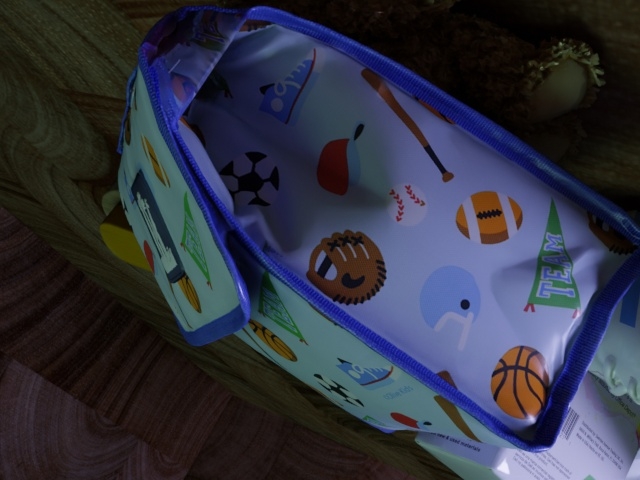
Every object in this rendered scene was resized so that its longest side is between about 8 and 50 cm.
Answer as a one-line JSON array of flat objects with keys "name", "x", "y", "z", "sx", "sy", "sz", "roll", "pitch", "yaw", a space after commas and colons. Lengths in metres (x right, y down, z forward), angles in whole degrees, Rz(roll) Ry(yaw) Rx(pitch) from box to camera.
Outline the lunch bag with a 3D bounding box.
[{"name": "lunch bag", "x": 0.000, "y": 0.000, "z": 0.707, "sx": 0.385, "sy": 0.239, "sz": 0.328, "roll": 35, "pitch": 162, "yaw": -8}]

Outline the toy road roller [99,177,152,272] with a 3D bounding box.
[{"name": "toy road roller", "x": -0.111, "y": -0.076, "z": 1.017, "sx": 0.329, "sy": 0.202, "sz": 0.241, "roll": 17, "pitch": 145, "yaw": 20}]

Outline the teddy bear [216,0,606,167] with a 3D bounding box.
[{"name": "teddy bear", "x": 0.070, "y": -0.150, "z": 0.724, "sx": 0.338, "sy": 0.113, "sz": 0.245, "roll": 11, "pitch": 161, "yaw": 27}]

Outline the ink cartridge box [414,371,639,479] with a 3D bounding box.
[{"name": "ink cartridge box", "x": 0.258, "y": 0.152, "z": 0.912, "sx": 0.201, "sy": 0.278, "sz": 0.117, "roll": 42, "pitch": 161, "yaw": -31}]

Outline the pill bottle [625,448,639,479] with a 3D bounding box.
[{"name": "pill bottle", "x": 0.392, "y": 0.254, "z": 1.145, "sx": 0.160, "sy": 0.160, "sz": 0.283, "roll": 22, "pitch": 160, "yaw": 21}]

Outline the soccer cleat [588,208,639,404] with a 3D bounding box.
[{"name": "soccer cleat", "x": 0.308, "y": 0.117, "z": 0.730, "sx": 0.116, "sy": 0.143, "sz": 0.331, "roll": 56, "pitch": -170, "yaw": -49}]
